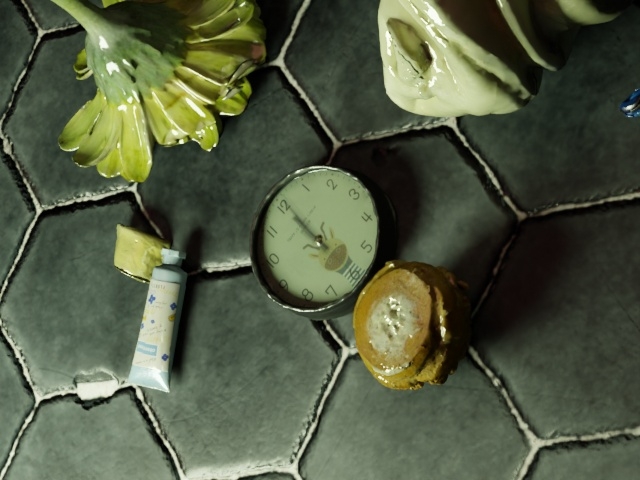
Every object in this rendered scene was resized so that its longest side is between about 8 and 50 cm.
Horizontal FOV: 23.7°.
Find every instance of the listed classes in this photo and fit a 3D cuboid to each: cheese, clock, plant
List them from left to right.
[{"bbox_3d":[-0.236,0.013,1.899,0.084,0.041,0.060,23,92,30],"label":"cheese"},{"bbox_3d":[-0.199,-0.234,1.853,0.261,0.297,0.305,14,74,4],"label":"plant"},{"bbox_3d":[0.000,0.000,1.770,0.185,0.040,0.184,-7,75,28],"label":"clock"}]

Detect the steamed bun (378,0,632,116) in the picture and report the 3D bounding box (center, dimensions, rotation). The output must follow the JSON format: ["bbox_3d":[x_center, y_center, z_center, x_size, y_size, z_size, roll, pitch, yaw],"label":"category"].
[{"bbox_3d":[0.211,-0.297,1.553,0.237,0.347,0.394,20,106,26],"label":"steamed bun"}]

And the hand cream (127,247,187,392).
[{"bbox_3d":[-0.193,0.095,1.856,0.065,0.043,0.170,8,86,32],"label":"hand cream"}]

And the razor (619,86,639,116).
[{"bbox_3d":[0.437,-0.242,1.579,0.056,0.093,0.324,40,105,-5],"label":"razor"}]

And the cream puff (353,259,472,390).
[{"bbox_3d":[0.103,0.094,1.653,0.126,0.103,0.144,20,88,37],"label":"cream puff"}]
